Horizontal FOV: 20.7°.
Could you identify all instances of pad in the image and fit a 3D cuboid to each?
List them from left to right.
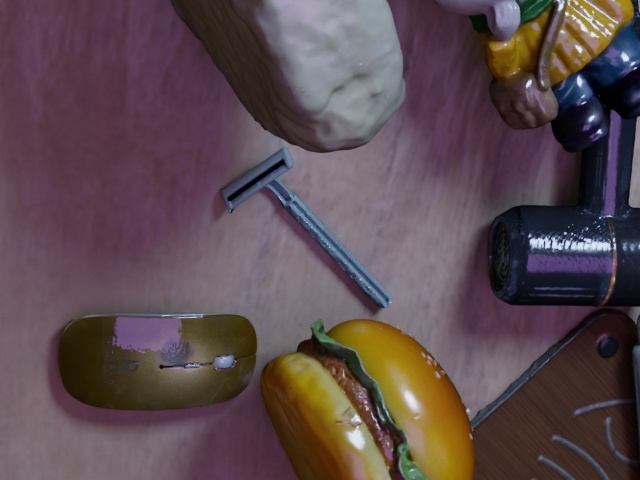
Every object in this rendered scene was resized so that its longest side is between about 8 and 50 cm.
[{"bbox_3d":[0.293,0.249,1.909,0.284,0.018,0.286,-42,113,2],"label":"pad"}]

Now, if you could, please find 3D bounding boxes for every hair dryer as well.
[{"bbox_3d":[0.270,-0.106,1.754,0.189,0.107,0.352,0,100,-11],"label":"hair dryer"}]

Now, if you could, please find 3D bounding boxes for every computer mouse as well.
[{"bbox_3d":[-0.159,0.117,1.741,0.199,0.045,0.102,2,110,-13],"label":"computer mouse"}]

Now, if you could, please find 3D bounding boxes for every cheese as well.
[{"bbox_3d":[-0.051,-0.220,1.506,0.115,0.326,0.318,-32,99,-8],"label":"cheese"}]

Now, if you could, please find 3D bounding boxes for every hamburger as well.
[{"bbox_3d":[0.058,0.184,1.714,0.170,0.246,0.246,-27,112,-15],"label":"hamburger"}]

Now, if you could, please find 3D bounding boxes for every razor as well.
[{"bbox_3d":[0.001,-0.004,1.750,0.084,0.036,0.211,-33,121,24],"label":"razor"}]

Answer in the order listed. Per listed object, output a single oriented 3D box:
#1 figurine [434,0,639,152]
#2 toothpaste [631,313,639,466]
[{"bbox_3d":[0.175,-0.246,1.627,0.185,0.204,0.332,-34,124,19],"label":"figurine"},{"bbox_3d":[0.363,0.188,1.876,0.067,0.037,0.255,-19,116,-14],"label":"toothpaste"}]
